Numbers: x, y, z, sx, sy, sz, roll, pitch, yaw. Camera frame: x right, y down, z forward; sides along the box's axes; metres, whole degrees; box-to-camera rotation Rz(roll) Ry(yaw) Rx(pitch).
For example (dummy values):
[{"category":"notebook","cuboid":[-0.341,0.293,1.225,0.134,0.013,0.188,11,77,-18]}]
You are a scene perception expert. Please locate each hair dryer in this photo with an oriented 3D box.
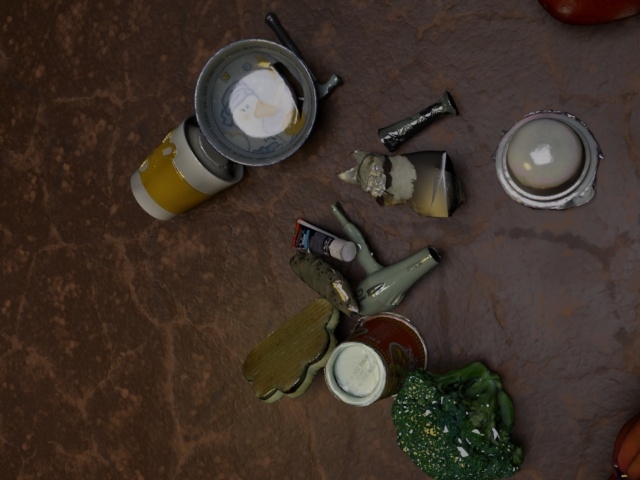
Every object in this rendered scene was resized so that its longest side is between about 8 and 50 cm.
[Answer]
[{"category":"hair dryer","cuboid":[0.139,0.015,1.534,0.229,0.092,0.266,-17,83,36]}]

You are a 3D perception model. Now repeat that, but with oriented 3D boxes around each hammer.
[{"category":"hammer","cuboid":[-0.059,-0.415,1.639,0.103,0.029,0.246,-40,76,18]}]

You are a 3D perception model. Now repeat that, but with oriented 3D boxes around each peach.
[{"category":"peach","cuboid":[0.504,-0.499,1.309,0.244,0.199,0.243,6,105,24]}]

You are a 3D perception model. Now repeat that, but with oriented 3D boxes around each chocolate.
[{"category":"chocolate","cuboid":[0.431,-0.154,1.383,0.222,0.147,0.221,2,95,19]}]

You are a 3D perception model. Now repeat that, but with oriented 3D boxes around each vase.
[{"category":"vase","cuboid":[0.205,-0.249,1.519,0.167,0.059,0.059,-29,82,21]}]

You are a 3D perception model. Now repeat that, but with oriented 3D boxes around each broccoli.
[{"category":"broccoli","cuboid":[0.273,0.369,1.445,0.294,0.245,0.265,59,152,-11]}]

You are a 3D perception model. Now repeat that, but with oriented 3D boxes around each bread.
[{"category":"bread","cuboid":[-0.060,0.260,1.595,0.287,0.056,0.207,-38,35,24]}]

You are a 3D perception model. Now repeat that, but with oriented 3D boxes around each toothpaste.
[{"category":"toothpaste","cuboid":[0.000,0.000,1.598,0.194,0.045,0.071,18,100,50]}]

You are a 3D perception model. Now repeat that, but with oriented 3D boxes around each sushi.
[{"category":"sushi","cuboid":[0.175,-0.124,1.525,0.273,0.109,0.134,7,99,37]}]

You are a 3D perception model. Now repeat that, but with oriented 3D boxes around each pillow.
[{"category":"pillow","cuboid":[0.006,0.079,1.575,0.241,0.051,0.093,38,144,40]}]

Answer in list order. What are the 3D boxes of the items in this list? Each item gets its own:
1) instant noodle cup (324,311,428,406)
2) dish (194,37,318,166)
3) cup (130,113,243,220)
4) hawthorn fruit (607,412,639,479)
[{"category":"instant noodle cup","cuboid":[0.105,0.253,1.499,0.193,0.212,0.193,1,92,23]},{"category":"dish","cuboid":[-0.130,-0.308,1.615,0.274,0.134,0.273,2,103,11]},{"category":"cup","cuboid":[-0.317,-0.182,1.694,0.226,0.185,0.241,-33,46,26]},{"category":"hawthorn fruit","cuboid":[0.678,0.479,1.163,0.472,0.472,0.471,1,93,23]}]
